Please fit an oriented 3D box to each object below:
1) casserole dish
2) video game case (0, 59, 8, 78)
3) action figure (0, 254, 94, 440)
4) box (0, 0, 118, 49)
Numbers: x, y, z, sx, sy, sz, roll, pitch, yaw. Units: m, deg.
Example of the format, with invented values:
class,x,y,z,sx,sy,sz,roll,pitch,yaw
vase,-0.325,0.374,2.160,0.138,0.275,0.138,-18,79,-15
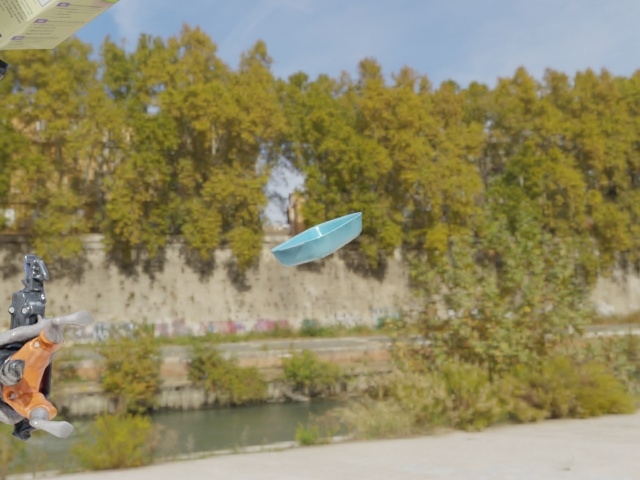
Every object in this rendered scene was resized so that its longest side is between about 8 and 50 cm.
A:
class,x,y,z,sx,sy,sz,roll,pitch,yaw
casserole dish,0.000,0.000,1.181,0.114,0.037,0.188,-16,9,32
video game case,-0.766,-0.339,1.365,0.248,0.035,0.275,-20,-38,39
action figure,-0.537,0.186,1.284,0.330,0.341,0.179,-10,-10,38
box,-0.502,-0.470,1.377,0.243,0.117,0.213,-27,8,18
